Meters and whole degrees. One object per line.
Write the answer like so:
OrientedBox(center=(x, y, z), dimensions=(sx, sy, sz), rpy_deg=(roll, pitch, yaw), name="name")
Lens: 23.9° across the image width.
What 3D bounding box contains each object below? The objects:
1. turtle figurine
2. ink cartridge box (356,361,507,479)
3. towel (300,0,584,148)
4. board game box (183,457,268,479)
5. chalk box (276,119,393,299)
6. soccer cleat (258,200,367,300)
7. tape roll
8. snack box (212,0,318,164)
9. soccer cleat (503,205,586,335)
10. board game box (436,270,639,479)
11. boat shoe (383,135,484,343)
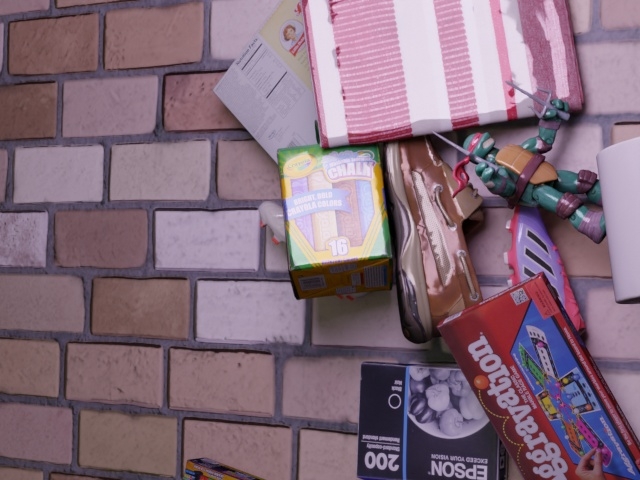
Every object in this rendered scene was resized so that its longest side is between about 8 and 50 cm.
OrientedBox(center=(0.252, -0.090, 1.800), dimensions=(0.234, 0.175, 0.118), rpy_deg=(30, 147, 10), name="turtle figurine")
OrientedBox(center=(0.142, 0.263, 1.935), dimensions=(0.206, 0.045, 0.208), rpy_deg=(0, 89, 33), name="ink cartridge box")
OrientedBox(center=(0.146, -0.250, 1.883), dimensions=(0.329, 0.037, 0.237), rpy_deg=(-9, 82, 8), name="towel")
OrientedBox(center=(-0.121, 0.392, 2.099), dimensions=(0.170, 0.048, 0.141), rpy_deg=(13, 94, 33), name="board game box")
OrientedBox(center=(0.018, -0.048, 1.936), dimensions=(0.132, 0.132, 0.213), rpy_deg=(-6, 70, 2), name="chalk box")
OrientedBox(center=(0.000, 0.000, 2.030), dimensions=(0.196, 0.068, 0.076), rpy_deg=(41, 103, 21), name="soccer cleat")
OrientedBox(center=(0.430, -0.029, 1.641), dimensions=(0.246, 0.246, 0.169), rpy_deg=(-11, 81, 32), name="tape roll")
OrientedBox(center=(0.013, -0.259, 2.031), dimensions=(0.187, 0.060, 0.322), rpy_deg=(49, 113, 23), name="snack box")
OrientedBox(center=(0.277, 0.072, 1.843), dimensions=(0.095, 0.083, 0.248), rpy_deg=(-5, 83, 11), name="soccer cleat")
OrientedBox(center=(0.268, 0.190, 1.795), dimensions=(0.145, 0.027, 0.281), rpy_deg=(-28, 96, 23), name="board game box")
OrientedBox(center=(0.146, -0.030, 1.916), dimensions=(0.119, 0.122, 0.324), rpy_deg=(-6, 74, 1), name="boat shoe")
